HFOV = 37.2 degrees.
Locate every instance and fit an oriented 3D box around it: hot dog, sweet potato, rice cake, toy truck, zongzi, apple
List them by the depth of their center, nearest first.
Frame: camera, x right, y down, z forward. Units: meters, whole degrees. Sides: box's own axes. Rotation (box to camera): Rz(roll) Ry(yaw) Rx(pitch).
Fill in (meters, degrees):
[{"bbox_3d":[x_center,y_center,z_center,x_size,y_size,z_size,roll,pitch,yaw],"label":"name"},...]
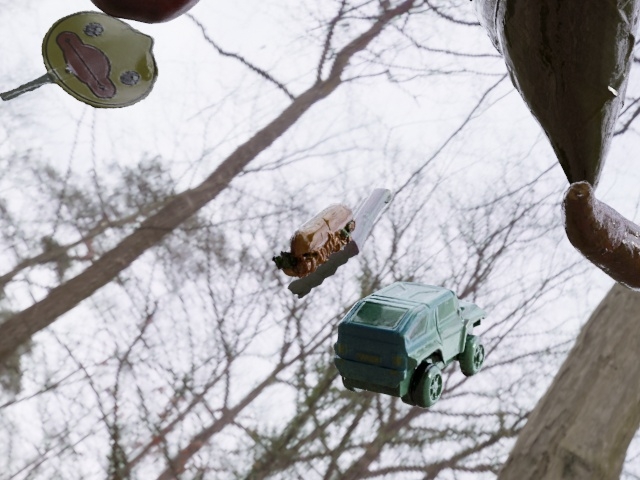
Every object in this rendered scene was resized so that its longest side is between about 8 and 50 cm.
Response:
[{"bbox_3d":[0.293,0.006,0.884,0.058,0.255,0.078,26,-81,52],"label":"sweet potato"},{"bbox_3d":[0.325,-0.298,1.121,0.174,0.393,0.356,3,-40,-12],"label":"zongzi"},{"bbox_3d":[0.000,0.000,1.282,0.055,0.188,0.072,33,-57,11],"label":"hot dog"},{"bbox_3d":[-0.286,-0.451,1.473,0.234,0.234,0.234,13,-63,27],"label":"apple"},{"bbox_3d":[0.144,0.153,1.479,0.155,0.279,0.156,8,-73,33],"label":"toy truck"},{"bbox_3d":[0.033,0.001,1.546,0.037,0.198,0.189,45,-49,-7],"label":"rice cake"}]

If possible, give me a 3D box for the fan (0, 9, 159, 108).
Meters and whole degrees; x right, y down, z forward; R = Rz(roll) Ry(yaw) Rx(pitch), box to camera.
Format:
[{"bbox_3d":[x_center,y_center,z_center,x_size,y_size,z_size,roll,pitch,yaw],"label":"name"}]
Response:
[{"bbox_3d":[-0.443,-0.323,1.769,0.229,0.335,0.011,51,-33,10],"label":"fan"}]
